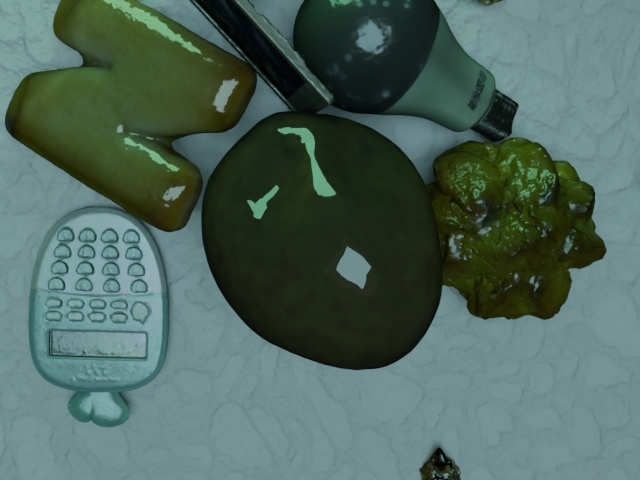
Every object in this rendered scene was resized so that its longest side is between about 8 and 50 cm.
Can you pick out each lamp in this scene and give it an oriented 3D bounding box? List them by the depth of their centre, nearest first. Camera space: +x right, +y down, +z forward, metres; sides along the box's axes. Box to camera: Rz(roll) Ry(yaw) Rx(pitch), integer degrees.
[{"bbox_3d":[0.119,-0.235,1.187,0.313,0.182,0.182,9,99,-20],"label":"lamp"}]

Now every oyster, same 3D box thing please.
[{"bbox_3d":[0.166,0.357,1.338,0.086,0.029,0.132,-30,100,3],"label":"oyster"}]

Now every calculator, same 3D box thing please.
[{"bbox_3d":[-0.293,0.102,1.277,0.184,0.042,0.295,2,96,-3],"label":"calculator"}]

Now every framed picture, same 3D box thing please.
[{"bbox_3d":[-0.094,-0.258,1.144,0.019,0.209,0.281,-44,96,-6],"label":"framed picture"}]

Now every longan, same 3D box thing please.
[{"bbox_3d":[0.000,0.000,1.122,0.288,0.350,0.288,-15,130,-19],"label":"longan"}]

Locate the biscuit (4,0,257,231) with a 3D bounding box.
[{"bbox_3d":[-0.241,-0.170,1.183,0.290,0.062,0.237,33,99,15],"label":"biscuit"}]

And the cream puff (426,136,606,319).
[{"bbox_3d":[0.239,-0.015,1.217,0.244,0.196,0.244,-13,125,-19],"label":"cream puff"}]

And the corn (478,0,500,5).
[{"bbox_3d":[0.206,-0.414,1.138,0.086,0.086,0.288,-4,135,-1],"label":"corn"}]
